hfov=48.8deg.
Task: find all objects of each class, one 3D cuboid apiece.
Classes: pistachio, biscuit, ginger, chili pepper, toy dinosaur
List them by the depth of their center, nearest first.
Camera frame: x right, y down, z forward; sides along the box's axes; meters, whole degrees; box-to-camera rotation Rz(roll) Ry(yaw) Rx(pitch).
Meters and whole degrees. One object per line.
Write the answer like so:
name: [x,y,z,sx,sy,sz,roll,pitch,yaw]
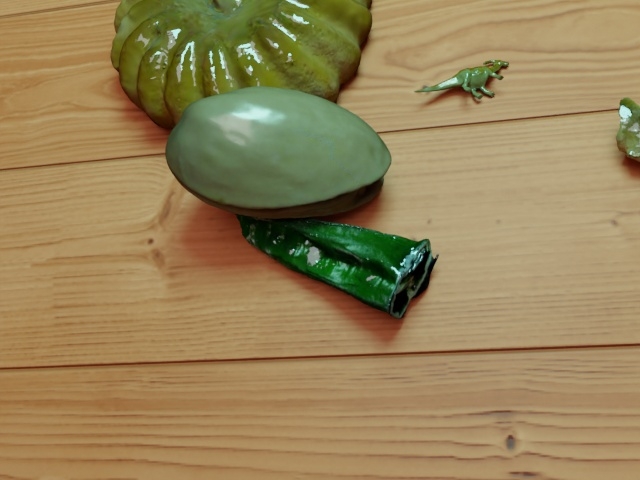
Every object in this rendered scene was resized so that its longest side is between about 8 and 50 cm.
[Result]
ginger: [0.332,-0.079,0.679,0.057,0.044,0.137,-23,66,-31]
pistachio: [-0.040,-0.086,0.707,0.226,0.136,0.136,6,66,-9]
chili pepper: [0.000,0.000,0.715,0.227,0.059,0.088,23,56,27]
toy dinosaur: [0.159,-0.169,0.764,0.113,0.026,0.041,-24,56,-9]
biscuit: [-0.097,-0.265,0.829,0.326,0.107,0.326,-5,62,9]
